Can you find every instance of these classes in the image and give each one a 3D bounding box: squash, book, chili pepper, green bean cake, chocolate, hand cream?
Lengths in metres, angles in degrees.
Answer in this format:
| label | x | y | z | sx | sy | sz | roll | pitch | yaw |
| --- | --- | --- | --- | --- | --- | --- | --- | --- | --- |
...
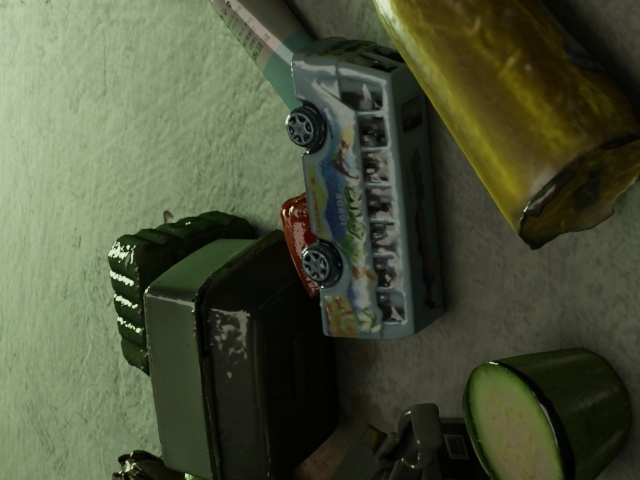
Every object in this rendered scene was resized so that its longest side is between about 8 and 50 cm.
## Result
| label | x | y | z | sx | sy | sz | roll | pitch | yaw |
| --- | --- | --- | --- | --- | --- | --- | --- | --- | --- |
| squash | 0.231 | 0.186 | 1.842 | 0.170 | 0.123 | 0.170 | 30 | 130 | 44 |
| book | 0.199 | 0.310 | 2.037 | 0.160 | 0.024 | 0.228 | -9 | 98 | 57 |
| chili pepper | 0.000 | 0.000 | 2.128 | 0.073 | 0.070 | 0.123 | -27 | 83 | 45 |
| green bean cake | -0.172 | 0.067 | 2.307 | 0.094 | 0.183 | 0.185 | 18 | 121 | 52 |
| chocolate | 0.141 | -0.209 | 1.751 | 0.445 | 0.162 | 0.162 | 57 | 144 | 22 |
| hand cream | -0.038 | -0.219 | 2.103 | 0.312 | 0.070 | 0.111 | 53 | 142 | 12 |

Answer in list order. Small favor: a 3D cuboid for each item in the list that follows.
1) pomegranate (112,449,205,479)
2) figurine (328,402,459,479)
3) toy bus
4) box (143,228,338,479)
| label | x | y | z | sx | sy | sz | roll | pitch | yaw |
| --- | --- | --- | --- | --- | --- | --- | --- | --- | --- |
| pomegranate | -0.165 | 0.338 | 2.388 | 0.202 | 0.248 | 0.202 | -33 | 41 | 34 |
| figurine | 0.117 | 0.345 | 2.003 | 0.342 | 0.167 | 0.285 | 60 | 162 | -20 |
| toy bus | 0.052 | -0.056 | 1.990 | 0.136 | 0.109 | 0.329 | 6 | 112 | 34 |
| box | -0.092 | 0.148 | 2.201 | 0.166 | 0.220 | 0.290 | 8 | 115 | 29 |
